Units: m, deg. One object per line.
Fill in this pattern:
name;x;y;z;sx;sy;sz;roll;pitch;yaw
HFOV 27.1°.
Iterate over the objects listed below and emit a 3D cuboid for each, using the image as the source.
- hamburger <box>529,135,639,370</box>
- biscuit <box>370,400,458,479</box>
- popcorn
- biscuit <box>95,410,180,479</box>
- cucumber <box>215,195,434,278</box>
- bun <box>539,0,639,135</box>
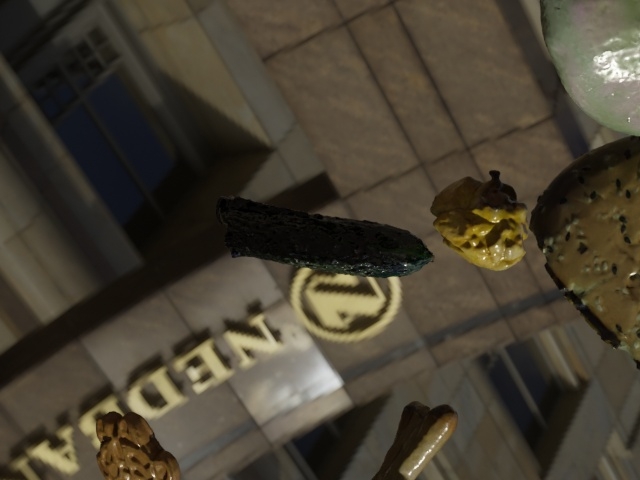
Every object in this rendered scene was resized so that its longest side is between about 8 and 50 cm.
hamburger;0.436;-0.001;1.597;0.277;0.318;0.195;-49;166;18
biscuit;0.101;0.304;1.733;0.207;0.047;0.164;-57;-174;-12
popcorn;0.253;-0.028;2.065;0.167;0.152;0.148;38;-141;25
biscuit;-0.255;0.387;1.990;0.202;0.288;0.044;2;-152;43
cucumber;-0.002;0.002;1.372;0.245;0.067;0.067;10;-134;28
bun;0.371;-0.263;1.426;0.187;0.293;0.293;-4;-142;40
